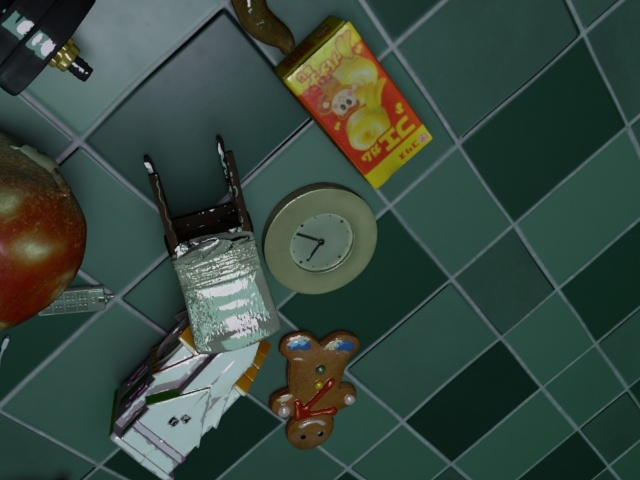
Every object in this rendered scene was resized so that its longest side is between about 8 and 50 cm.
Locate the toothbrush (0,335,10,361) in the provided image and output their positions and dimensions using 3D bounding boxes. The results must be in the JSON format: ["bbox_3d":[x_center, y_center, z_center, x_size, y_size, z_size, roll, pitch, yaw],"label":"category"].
[{"bbox_3d":[-0.598,0.242,1.110,0.014,0.017,0.162,23,106,-21],"label":"toothbrush"}]

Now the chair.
[{"bbox_3d":[-0.182,0.006,1.029,0.160,0.186,0.319,-18,113,-12],"label":"chair"}]

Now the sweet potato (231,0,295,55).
[{"bbox_3d":[-0.103,-0.390,0.941,0.081,0.062,0.233,-24,124,-8],"label":"sweet potato"}]

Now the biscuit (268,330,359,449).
[{"bbox_3d":[-0.009,0.343,1.353,0.205,0.049,0.324,1,117,-21],"label":"biscuit"}]

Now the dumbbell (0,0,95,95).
[{"bbox_3d":[-0.457,-0.344,0.769,0.185,0.185,0.388,-45,122,6],"label":"dumbbell"}]

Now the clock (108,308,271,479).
[{"bbox_3d":[-0.230,0.238,1.122,0.309,0.235,0.166,-46,107,-6],"label":"clock"}]

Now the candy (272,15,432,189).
[{"bbox_3d":[0.060,-0.235,1.059,0.146,0.088,0.276,-44,121,4],"label":"candy"}]

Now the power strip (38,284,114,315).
[{"bbox_3d":[-0.443,0.107,1.095,0.136,0.019,0.051,-2,114,-18],"label":"power strip"}]

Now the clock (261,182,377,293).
[{"bbox_3d":[0.000,0.000,1.194,0.234,0.029,0.235,-8,120,-15],"label":"clock"}]

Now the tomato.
[{"bbox_3d":[-0.479,-0.018,0.869,0.239,0.303,0.304,-35,126,-33],"label":"tomato"}]
